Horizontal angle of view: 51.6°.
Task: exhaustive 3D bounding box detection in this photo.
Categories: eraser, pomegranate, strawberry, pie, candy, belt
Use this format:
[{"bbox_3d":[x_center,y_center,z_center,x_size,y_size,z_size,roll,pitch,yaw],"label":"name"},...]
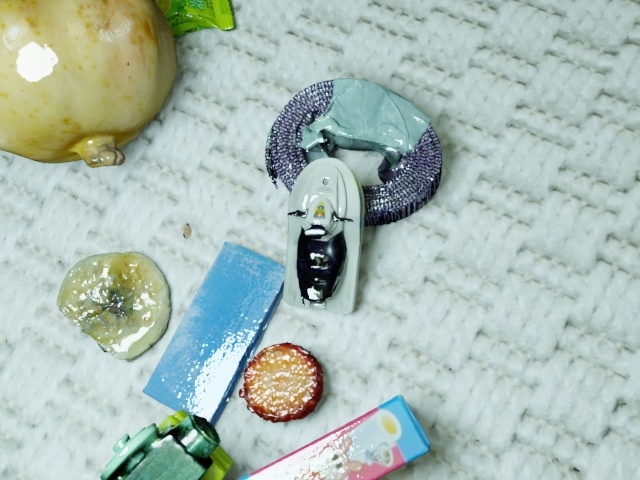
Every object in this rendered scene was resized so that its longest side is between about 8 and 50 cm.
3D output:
[{"bbox_3d":[-0.181,0.164,1.193,0.144,0.042,0.311,23,76,14],"label":"eraser"},{"bbox_3d":[-0.461,-0.309,1.203,0.412,0.411,0.411,-2,72,7],"label":"pomegranate"},{"bbox_3d":[-0.063,0.245,1.129,0.145,0.086,0.145,-2,72,5],"label":"strawberry"},{"bbox_3d":[-0.375,0.108,1.232,0.218,0.052,0.185,32,73,13],"label":"pie"},{"bbox_3d":[0.018,0.357,1.046,0.306,0.157,0.100,-27,71,-1],"label":"candy"},{"bbox_3d":[-0.312,-0.482,1.405,0.247,0.069,0.148,-16,69,1],"label":"candy"},{"bbox_3d":[0.066,-0.161,1.227,0.325,0.122,0.260,17,80,12],"label":"belt"}]

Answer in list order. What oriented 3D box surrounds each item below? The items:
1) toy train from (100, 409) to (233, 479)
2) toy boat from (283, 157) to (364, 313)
[{"bbox_3d":[-0.310,0.439,1.000,0.179,0.272,0.442,44,83,6],"label":"toy train"},{"bbox_3d":[0.001,0.003,1.124,0.141,0.269,0.140,1,30,-1],"label":"toy boat"}]
